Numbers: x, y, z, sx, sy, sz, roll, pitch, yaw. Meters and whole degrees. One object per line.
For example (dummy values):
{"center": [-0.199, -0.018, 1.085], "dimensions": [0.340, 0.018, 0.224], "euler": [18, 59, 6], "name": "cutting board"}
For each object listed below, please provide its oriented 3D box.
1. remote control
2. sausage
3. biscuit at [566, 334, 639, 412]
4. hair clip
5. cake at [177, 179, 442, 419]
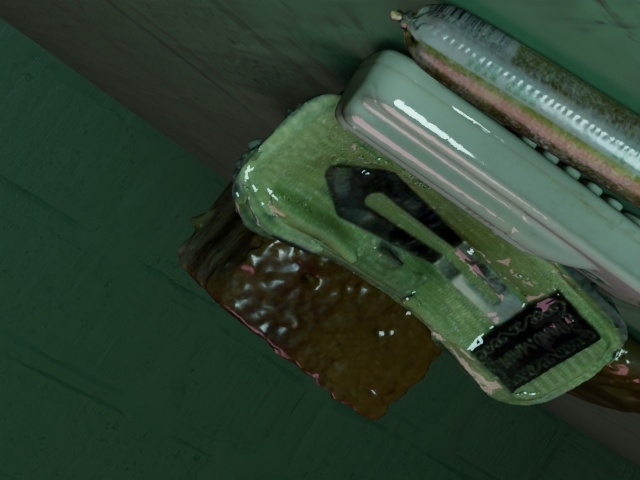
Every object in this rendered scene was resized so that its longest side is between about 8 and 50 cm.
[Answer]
{"center": [0.113, -0.025, 0.515], "dimensions": [0.230, 0.049, 0.090], "euler": [33, 179, -11], "name": "remote control"}
{"center": [0.143, -0.025, 0.373], "dimensions": [0.269, 0.032, 0.033], "euler": [33, 177, 5], "name": "sausage"}
{"center": [0.227, 0.095, 0.958], "dimensions": [0.335, 0.078, 0.329], "euler": [33, 173, -28], "name": "biscuit"}
{"center": [0.085, 0.000, 0.661], "dimensions": [0.321, 0.138, 0.091], "euler": [38, -156, -27], "name": "hair clip"}
{"center": [0.000, 0.000, 0.837], "dimensions": [0.199, 0.196, 0.293], "euler": [37, 180, -23], "name": "cake"}
